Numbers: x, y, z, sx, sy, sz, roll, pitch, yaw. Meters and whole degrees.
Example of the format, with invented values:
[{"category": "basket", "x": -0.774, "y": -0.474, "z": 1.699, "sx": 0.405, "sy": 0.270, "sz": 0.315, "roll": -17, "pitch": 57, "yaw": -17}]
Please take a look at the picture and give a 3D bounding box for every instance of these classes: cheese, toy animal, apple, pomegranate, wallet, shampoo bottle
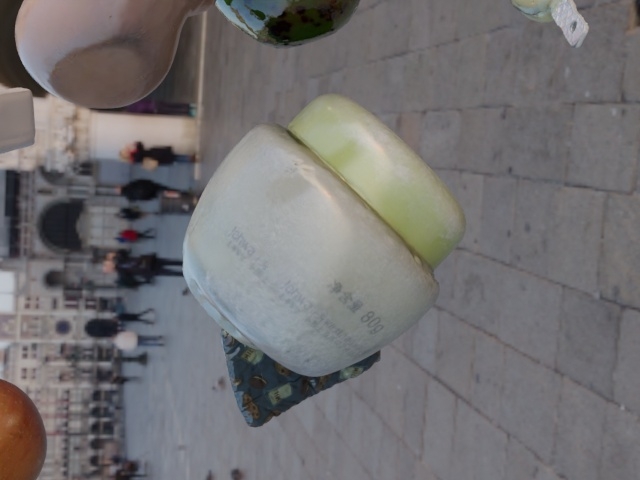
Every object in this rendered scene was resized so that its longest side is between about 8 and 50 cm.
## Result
[{"category": "cheese", "x": 0.350, "y": -0.363, "z": 1.283, "sx": 0.251, "sy": 0.054, "sz": 0.127, "roll": -98, "pitch": 24, "yaw": -46}, {"category": "toy animal", "x": -0.178, "y": -0.225, "z": 0.763, "sx": 0.250, "sy": 0.167, "sz": 0.154, "roll": -49, "pitch": 36, "yaw": 34}, {"category": "apple", "x": -0.452, "y": 0.266, "z": 1.086, "sx": 0.162, "sy": 0.201, "sz": 0.201, "roll": -98, "pitch": 16, "yaw": -58}, {"category": "pomegranate", "x": -0.034, "y": -0.319, "z": 1.040, "sx": 0.248, "sy": 0.202, "sz": 0.202, "roll": 30, "pitch": -121, "yaw": -74}, {"category": "wallet", "x": -0.474, "y": -0.170, "z": 1.242, "sx": 0.190, "sy": 0.033, "sz": 0.095, "roll": -39, "pitch": -50, "yaw": -70}, {"category": "shampoo bottle", "x": 0.000, "y": 0.000, "z": 1.095, "sx": 0.317, "sy": 0.322, "sz": 0.322, "roll": -48, "pitch": 18, "yaw": 0}]

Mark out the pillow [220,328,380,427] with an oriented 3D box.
[{"category": "pillow", "x": -0.024, "y": 0.167, "z": 1.322, "sx": 0.034, "sy": 0.256, "sz": 0.188, "roll": 36, "pitch": 144, "yaw": 53}]
